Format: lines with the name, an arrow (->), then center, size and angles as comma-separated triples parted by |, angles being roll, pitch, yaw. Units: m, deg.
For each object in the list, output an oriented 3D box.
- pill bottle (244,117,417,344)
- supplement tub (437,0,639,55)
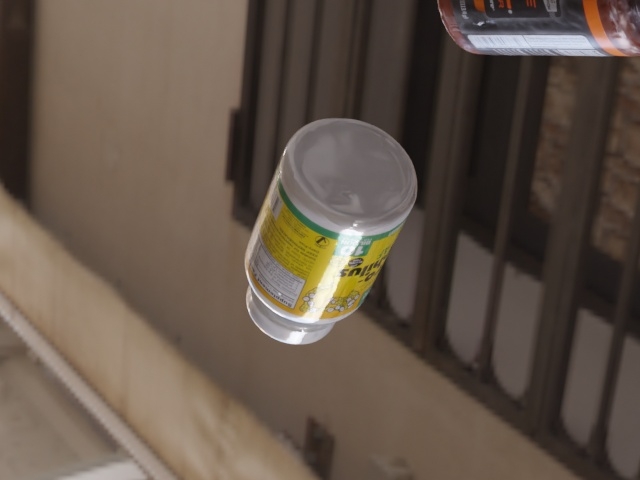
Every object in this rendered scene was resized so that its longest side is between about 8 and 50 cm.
pill bottle -> 0.000, 0.000, 1.390 | 0.117, 0.208, 0.117 | 9, -128, -12
supplement tub -> 0.187, -0.183, 1.138 | 0.198, 0.106, 0.106 | 6, -163, 42
